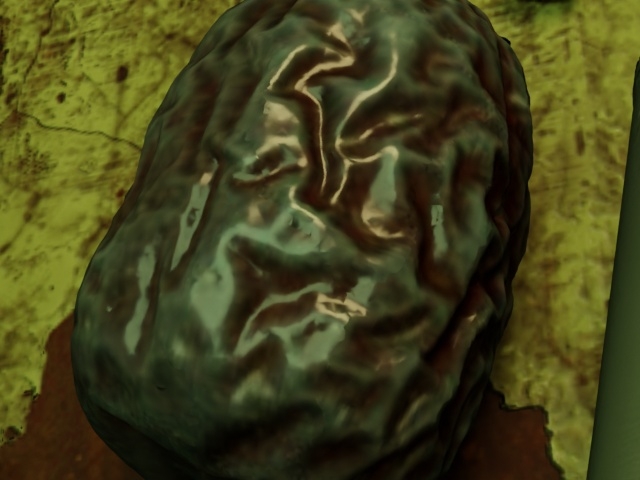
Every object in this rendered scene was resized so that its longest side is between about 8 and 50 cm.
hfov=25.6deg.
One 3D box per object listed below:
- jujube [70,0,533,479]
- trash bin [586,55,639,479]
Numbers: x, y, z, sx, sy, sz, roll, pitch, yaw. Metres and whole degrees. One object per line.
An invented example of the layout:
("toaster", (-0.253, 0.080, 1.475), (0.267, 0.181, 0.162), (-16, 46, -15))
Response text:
("jujube", (0.000, 0.000, 0.751), (0.226, 0.226, 0.317), (9, 61, 27))
("trash bin", (0.232, 0.046, 0.615), (0.277, 0.217, 0.263), (-28, 44, 53))
